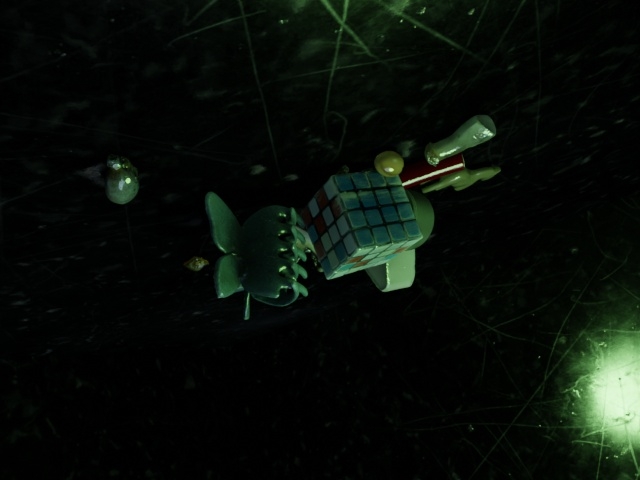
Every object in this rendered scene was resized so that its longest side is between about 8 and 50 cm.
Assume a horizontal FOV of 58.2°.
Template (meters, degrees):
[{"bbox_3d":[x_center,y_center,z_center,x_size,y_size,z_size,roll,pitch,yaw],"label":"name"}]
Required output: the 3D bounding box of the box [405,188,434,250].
[{"bbox_3d":[0.267,-0.080,2.030,0.226,0.226,0.149,-27,160,32],"label":"box"}]

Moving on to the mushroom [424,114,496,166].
[{"bbox_3d":[0.413,-0.299,1.727,0.223,0.081,0.092,-26,179,35],"label":"mushroom"}]

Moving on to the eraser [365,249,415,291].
[{"bbox_3d":[0.251,0.017,2.360,0.150,0.331,0.331,-10,162,-23],"label":"eraser"}]

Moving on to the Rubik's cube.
[{"bbox_3d":[0.124,-0.055,1.827,0.259,0.256,0.253,-12,163,-29],"label":"Rubik's cube"}]

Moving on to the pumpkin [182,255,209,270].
[{"bbox_3d":[-0.480,0.085,2.211,0.101,0.035,0.073,-25,150,37],"label":"pumpkin"}]

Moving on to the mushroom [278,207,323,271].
[{"bbox_3d":[-0.061,-0.031,2.011,0.267,0.164,0.190,19,132,0],"label":"mushroom"}]

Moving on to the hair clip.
[{"bbox_3d":[-0.173,0.049,1.752,0.238,0.318,0.392,-8,152,8],"label":"hair clip"}]

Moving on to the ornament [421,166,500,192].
[{"bbox_3d":[0.512,-0.225,2.075,0.245,0.061,0.230,-22,164,30],"label":"ornament"}]

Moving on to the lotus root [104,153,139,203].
[{"bbox_3d":[-0.484,-0.147,1.397,0.088,0.088,0.165,-9,152,-22],"label":"lotus root"}]

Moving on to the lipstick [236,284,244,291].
[{"bbox_3d":[-0.319,0.177,2.568,0.289,0.076,0.077,-12,161,-12],"label":"lipstick"}]

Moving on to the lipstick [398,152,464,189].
[{"bbox_3d":[0.348,-0.231,1.881,0.241,0.080,0.080,-18,163,9],"label":"lipstick"}]

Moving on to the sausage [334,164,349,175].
[{"bbox_3d":[0.039,-0.174,1.858,0.032,0.033,0.269,-9,162,-22],"label":"sausage"}]

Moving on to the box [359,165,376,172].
[{"bbox_3d":[0.168,-0.218,1.851,0.082,0.023,0.051,-15,164,-4],"label":"box"}]

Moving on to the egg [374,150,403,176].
[{"bbox_3d":[0.205,-0.232,1.742,0.096,0.080,0.080,-6,161,-39],"label":"egg"}]
